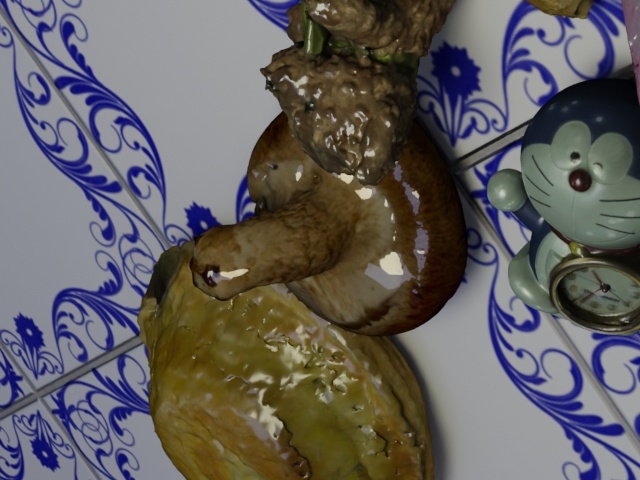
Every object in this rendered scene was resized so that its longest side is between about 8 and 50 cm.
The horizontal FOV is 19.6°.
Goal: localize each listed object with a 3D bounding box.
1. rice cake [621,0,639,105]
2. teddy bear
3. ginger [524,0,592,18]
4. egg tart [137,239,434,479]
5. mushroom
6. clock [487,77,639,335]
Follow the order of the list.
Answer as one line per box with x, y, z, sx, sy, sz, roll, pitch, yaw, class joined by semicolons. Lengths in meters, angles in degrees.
0.279;-0.136;1.527;0.051;0.081;0.290;-11;88;28;rice cake
-0.003;-0.218;1.707;0.296;0.222;0.246;43;171;-9;teddy bear
0.177;-0.253;1.615;0.205;0.115;0.081;34;104;31;ginger
-0.068;0.208;2.157;0.443;0.178;0.443;27;139;27;egg tart
0.025;-0.004;1.888;0.267;0.254;0.267;21;157;9;mushroom
0.248;-0.035;1.663;0.200;0.146;0.243;19;137;13;clock
